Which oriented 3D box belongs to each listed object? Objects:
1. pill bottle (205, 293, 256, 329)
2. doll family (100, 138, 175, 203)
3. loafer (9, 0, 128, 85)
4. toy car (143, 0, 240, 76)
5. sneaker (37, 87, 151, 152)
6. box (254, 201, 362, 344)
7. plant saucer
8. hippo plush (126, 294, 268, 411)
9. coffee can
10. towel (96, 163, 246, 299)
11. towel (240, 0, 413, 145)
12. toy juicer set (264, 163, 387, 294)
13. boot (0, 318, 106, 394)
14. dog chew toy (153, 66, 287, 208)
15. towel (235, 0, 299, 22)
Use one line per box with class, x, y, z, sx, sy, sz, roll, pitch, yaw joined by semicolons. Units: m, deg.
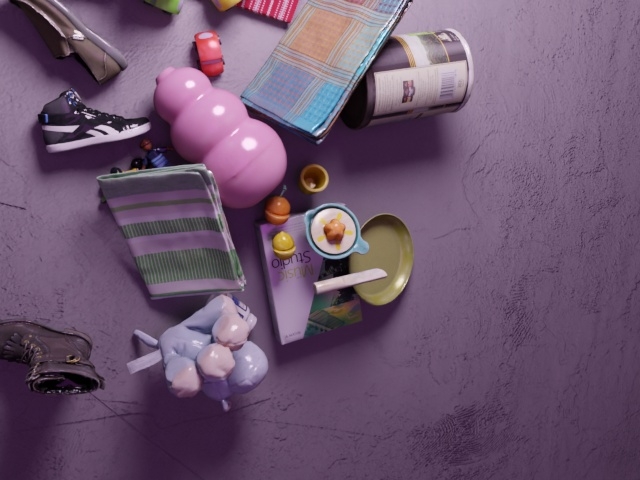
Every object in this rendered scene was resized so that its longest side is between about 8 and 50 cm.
pill bottle;-0.216;0.174;1.421;0.120;0.067;0.067;40;86;-24
doll family;-0.398;-0.140;1.278;0.193;0.076;0.111;-42;109;-13
loafer;-0.509;-0.404;1.157;0.251;0.094;0.087;36;83;-25
toy car;-0.274;-0.486;1.229;0.225;0.053;0.239;17;109;-23
sneaker;-0.471;-0.262;1.212;0.216;0.079;0.121;-16;109;-16
box;-0.025;0.083;1.480;0.232;0.058;0.322;-14;107;-18
plant saucer;0.151;0.048;1.522;0.241;0.037;0.241;-7;100;-41
hippo plush;-0.247;0.298;1.324;0.294;0.234;0.237;-25;126;11
coffee can;0.189;-0.382;1.379;0.275;0.201;0.202;-13;107;-19
towel;-0.313;-0.008;1.269;0.247;0.038;0.325;-6;125;10
towel;0.001;-0.409;1.276;0.370;0.271;0.040;-57;144;-1
toy juicer set;0.000;0.000;1.366;0.209;0.089;0.329;-34;90;-20
boot;-0.583;0.245;1.204;0.263;0.229;0.091;7;100;-23
dog chew toy;-0.226;-0.229;1.261;0.206;0.206;0.332;-43;105;-7
towel;-0.159;-0.603;1.250;0.274;0.031;0.199;11;120;-23
